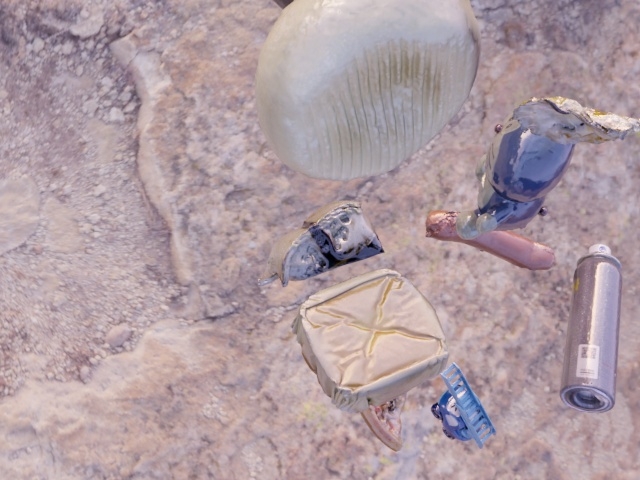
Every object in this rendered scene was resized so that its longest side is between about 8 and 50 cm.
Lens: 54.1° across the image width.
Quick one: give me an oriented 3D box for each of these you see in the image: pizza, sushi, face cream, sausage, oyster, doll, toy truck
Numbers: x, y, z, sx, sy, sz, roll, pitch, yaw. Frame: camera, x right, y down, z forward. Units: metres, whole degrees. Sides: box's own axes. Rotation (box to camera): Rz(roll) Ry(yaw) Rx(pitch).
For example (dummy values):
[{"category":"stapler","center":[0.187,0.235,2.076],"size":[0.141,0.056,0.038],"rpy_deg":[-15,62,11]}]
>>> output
[{"category":"pizza","center":[0.161,0.352,1.400],"size":[0.185,0.052,0.195],"rpy_deg":[56,41,-8]},{"category":"sushi","center":[-0.015,-0.002,1.276],"size":[0.273,0.134,0.109],"rpy_deg":[-19,111,-12]},{"category":"face cream","center":[0.415,0.121,0.951],"size":[0.073,0.073,0.283],"rpy_deg":[43,50,-23]},{"category":"sausage","center":[0.361,-0.001,1.336],"size":[0.304,0.078,0.078],"rpy_deg":[18,82,-14]},{"category":"oyster","center":[0.305,-0.142,0.755],"size":[0.121,0.146,0.045],"rpy_deg":[5,98,-49]},{"category":"doll","center":[0.334,-0.121,1.069],"size":[0.154,0.258,0.228],"rpy_deg":[22,61,17]},{"category":"toy truck","center":[0.196,0.232,0.903],"size":[0.063,0.074,0.136],"rpy_deg":[-37,105,-20]}]

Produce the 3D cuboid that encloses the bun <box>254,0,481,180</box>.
[{"category":"bun","center":[0.035,-0.154,0.557],"size":[0.222,0.222,0.127],"rpy_deg":[-19,62,-28]}]

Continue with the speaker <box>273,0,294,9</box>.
[{"category":"speaker","center":[0.002,-0.436,0.923],"size":[0.388,0.184,0.180],"rpy_deg":[43,83,12]}]

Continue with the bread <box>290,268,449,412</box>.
[{"category":"bread","center":[0.077,0.155,0.981],"size":[0.210,0.110,0.192],"rpy_deg":[-22,61,-20]}]
